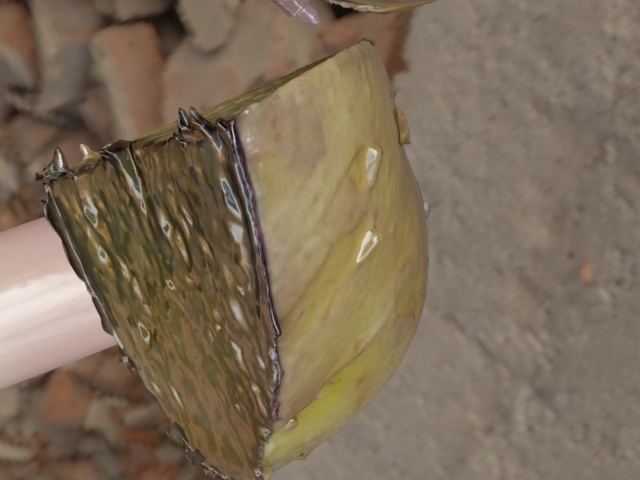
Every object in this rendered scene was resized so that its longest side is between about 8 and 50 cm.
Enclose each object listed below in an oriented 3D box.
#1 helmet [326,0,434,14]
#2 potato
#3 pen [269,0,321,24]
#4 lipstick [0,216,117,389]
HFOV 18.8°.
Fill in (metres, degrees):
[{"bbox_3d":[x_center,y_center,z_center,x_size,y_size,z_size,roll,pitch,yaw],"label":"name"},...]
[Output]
[{"bbox_3d":[0.024,-0.191,0.807,0.198,0.130,0.224,-46,110,5],"label":"helmet"},{"bbox_3d":[0.000,0.000,0.493,0.100,0.089,0.172,66,158,-3],"label":"potato"},{"bbox_3d":[-0.073,-0.180,1.013,0.197,0.032,0.053,42,162,-14],"label":"pen"},{"bbox_3d":[-0.262,0.070,1.088,0.087,0.327,0.087,54,156,38],"label":"lipstick"}]
